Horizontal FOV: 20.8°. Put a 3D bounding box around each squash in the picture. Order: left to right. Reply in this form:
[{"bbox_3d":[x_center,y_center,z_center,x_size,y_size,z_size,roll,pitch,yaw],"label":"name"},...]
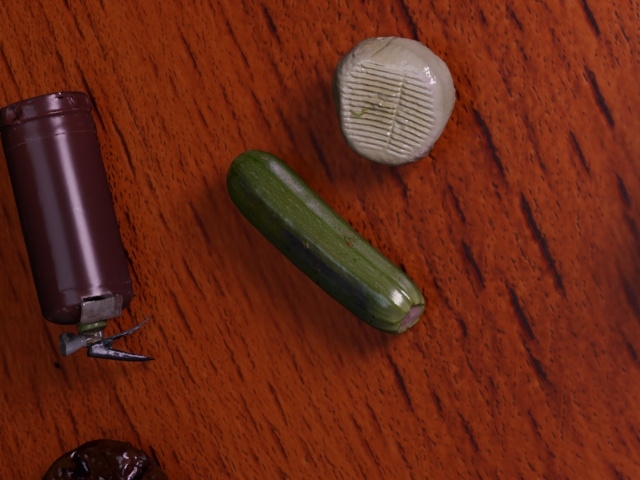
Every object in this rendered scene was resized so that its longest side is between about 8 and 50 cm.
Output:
[{"bbox_3d":[0.000,0.000,1.565,0.229,0.066,0.066,42,112,21],"label":"squash"}]

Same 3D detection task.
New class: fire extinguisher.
[{"bbox_3d":[-0.235,-0.005,1.689,0.104,0.105,0.269,-17,84,30],"label":"fire extinguisher"}]

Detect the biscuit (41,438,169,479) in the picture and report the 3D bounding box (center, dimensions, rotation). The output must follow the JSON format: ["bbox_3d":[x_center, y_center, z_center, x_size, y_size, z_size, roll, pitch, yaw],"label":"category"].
[{"bbox_3d":[-0.205,0.287,1.715,0.192,0.049,0.192,5,99,36],"label":"biscuit"}]

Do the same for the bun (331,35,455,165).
[{"bbox_3d":[0.065,-0.124,1.516,0.115,0.069,0.115,7,114,17],"label":"bun"}]
